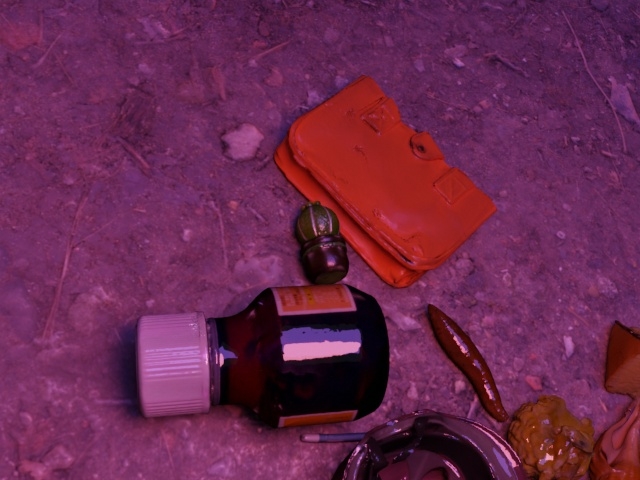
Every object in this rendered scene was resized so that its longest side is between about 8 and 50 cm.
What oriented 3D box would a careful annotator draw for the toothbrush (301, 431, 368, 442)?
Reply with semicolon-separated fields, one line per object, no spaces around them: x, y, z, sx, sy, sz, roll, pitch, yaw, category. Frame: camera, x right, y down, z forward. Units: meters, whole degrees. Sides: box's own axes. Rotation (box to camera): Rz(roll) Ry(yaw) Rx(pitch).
0.097;0.352;1.485;0.276;0.019;0.025;2;70;-20;toothbrush

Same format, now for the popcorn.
0.436;0.375;1.542;0.174;0.142;0.173;7;37;-6;popcorn

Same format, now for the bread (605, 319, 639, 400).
0.674;0.223;1.691;0.140;0.160;0.169;21;58;-9;bread

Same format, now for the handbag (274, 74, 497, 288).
0.133;-0.125;1.701;0.410;0.116;0.303;47;57;7;handbag

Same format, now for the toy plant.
0.000;0.000;1.595;0.093;0.093;0.162;-5;64;-23;toy plant

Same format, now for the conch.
0.577;0.424;1.596;0.109;0.093;0.330;21;39;15;conch

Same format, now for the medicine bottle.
-0.105;0.188;1.367;0.395;0.242;0.242;2;62;-14;medicine bottle

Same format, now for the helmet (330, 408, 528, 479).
0.156;0.438;1.355;0.339;0.197;0.270;-8;58;-33;helmet

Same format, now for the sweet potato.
0.287;0.231;1.603;0.057;0.057;0.264;-30;78;-31;sweet potato
